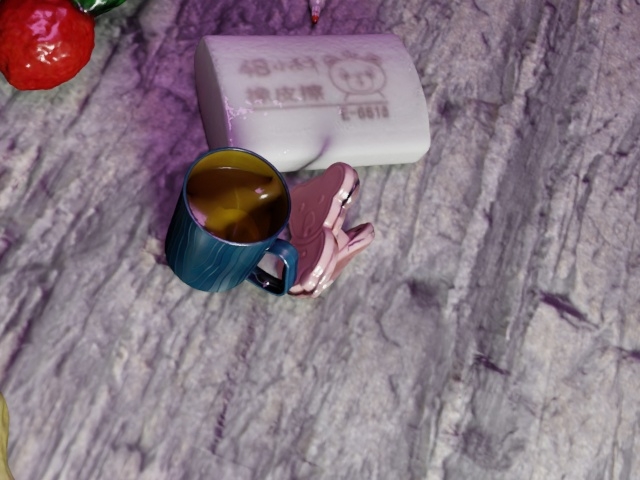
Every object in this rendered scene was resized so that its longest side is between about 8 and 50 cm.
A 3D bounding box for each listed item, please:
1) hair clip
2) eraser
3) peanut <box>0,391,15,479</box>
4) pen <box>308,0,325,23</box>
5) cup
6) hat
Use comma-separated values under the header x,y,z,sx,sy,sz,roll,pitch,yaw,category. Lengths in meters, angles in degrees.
x,y,z,sx,sy,sz,roll,pitch,yaw,category
-0.007,-0.008,1.029,0.138,0.123,0.102,-45,106,-36,hair clip
-0.010,-0.174,1.120,0.270,0.095,0.174,-6,69,-22,eraser
-0.305,0.253,0.770,0.147,0.147,0.319,-6,61,-23,peanut
0.001,-0.391,1.274,0.026,0.026,0.218,14,61,-14,pen
-0.099,-0.002,0.969,0.113,0.138,0.150,-18,72,-27,cup
-0.309,-0.336,1.020,0.274,0.242,0.332,9,74,-2,hat
